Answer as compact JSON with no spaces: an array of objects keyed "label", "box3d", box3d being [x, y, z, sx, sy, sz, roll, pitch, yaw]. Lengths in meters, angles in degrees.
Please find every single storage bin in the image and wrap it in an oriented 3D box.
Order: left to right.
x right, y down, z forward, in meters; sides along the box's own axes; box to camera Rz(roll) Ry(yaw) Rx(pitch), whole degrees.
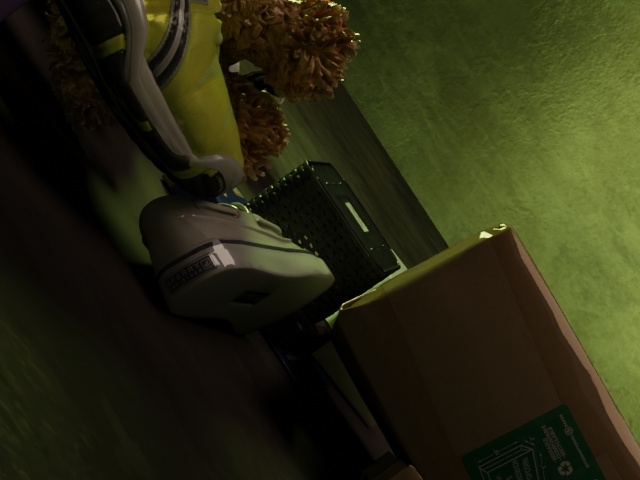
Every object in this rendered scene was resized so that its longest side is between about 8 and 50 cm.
[{"label":"storage bin","box3d":[0.000,0.000,1.736,0.122,0.084,0.180,56,8,3]}]

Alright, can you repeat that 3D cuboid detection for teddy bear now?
[{"label":"teddy bear","box3d":[-0.132,-0.194,1.489,0.338,0.245,0.113,57,20,3]}]

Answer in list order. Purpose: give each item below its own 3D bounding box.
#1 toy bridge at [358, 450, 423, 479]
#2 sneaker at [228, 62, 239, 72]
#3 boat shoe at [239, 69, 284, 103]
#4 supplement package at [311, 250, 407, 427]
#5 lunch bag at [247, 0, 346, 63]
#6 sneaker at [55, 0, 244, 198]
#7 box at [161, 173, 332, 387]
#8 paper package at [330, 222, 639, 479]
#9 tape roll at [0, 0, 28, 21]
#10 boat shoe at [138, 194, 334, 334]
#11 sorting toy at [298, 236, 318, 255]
[{"label":"toy bridge","box3d":[0.044,0.197,1.494,0.026,0.063,0.188,54,-5,1]},{"label":"sneaker","box3d":[-0.130,-0.168,1.750,0.236,0.130,0.323,41,8,-37]},{"label":"boat shoe","box3d":[-0.077,-0.153,2.198,0.079,0.081,0.227,53,8,-9]},{"label":"supplement package","box3d":[0.052,0.083,1.882,0.105,0.105,0.179,52,7,-19]},{"label":"lunch bag","box3d":[-0.114,-0.298,2.235,0.293,0.120,0.258,36,6,13]},{"label":"sneaker","box3d":[-0.125,-0.214,1.374,0.385,0.147,0.145,68,-13,-15]},{"label":"box","box3d":[-0.053,0.031,1.737,0.225,0.036,0.136,57,8,12]},{"label":"paper package","box3d":[0.151,0.167,1.606,0.325,0.168,0.309,62,-2,5]},{"label":"tape roll","box3d":[-0.300,-0.248,1.253,0.275,0.090,0.275,54,7,-10]},{"label":"boat shoe","box3d":[-0.070,0.014,1.517,0.088,0.096,0.267,61,18,15]},{"label":"sorting toy","box3d":[0.000,0.030,2.047,0.083,0.045,0.075,55,0,5]}]
